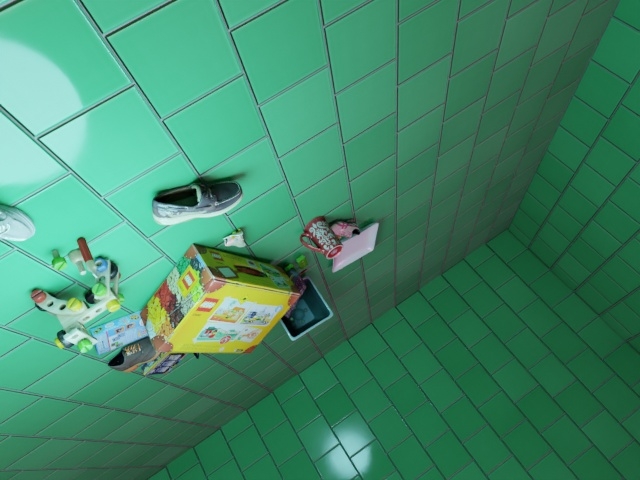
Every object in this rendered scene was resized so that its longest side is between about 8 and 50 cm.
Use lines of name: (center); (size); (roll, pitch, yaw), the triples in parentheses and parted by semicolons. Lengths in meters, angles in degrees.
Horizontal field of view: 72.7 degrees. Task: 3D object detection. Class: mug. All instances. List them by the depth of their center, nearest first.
mug: (0.004, 0.002, 1.901); (0.150, 0.169, 0.113); (-37, 154, -2)

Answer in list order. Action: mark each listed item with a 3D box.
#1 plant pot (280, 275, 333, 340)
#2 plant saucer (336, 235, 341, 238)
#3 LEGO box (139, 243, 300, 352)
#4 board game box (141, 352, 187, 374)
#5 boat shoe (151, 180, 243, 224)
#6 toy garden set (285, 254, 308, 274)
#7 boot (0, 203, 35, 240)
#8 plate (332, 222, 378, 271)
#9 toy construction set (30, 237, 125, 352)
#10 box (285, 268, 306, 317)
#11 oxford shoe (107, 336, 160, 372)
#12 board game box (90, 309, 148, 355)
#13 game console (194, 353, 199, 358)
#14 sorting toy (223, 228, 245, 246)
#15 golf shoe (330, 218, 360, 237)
plant pot: (-0.110, 0.371, 2.290); (0.247, 0.247, 0.252); (-30, 167, -13)
plant saucer: (0.068, -0.012, 2.126); (0.084, 0.013, 0.083); (-29, 153, -16)
LEGO box: (-0.382, 0.256, 1.737); (0.372, 0.193, 0.500); (-50, 146, 13)
board game box: (-0.730, 0.561, 2.043); (0.170, 0.048, 0.141); (-43, 151, 13)
boat shoe: (-0.370, -0.129, 1.326); (0.286, 0.102, 0.092); (-18, 153, -22)
toy garden set: (-0.169, 0.173, 2.101); (0.244, 0.049, 0.203); (-38, 158, -9)
boot: (-0.759, -0.031, 0.987); (0.095, 0.123, 0.258); (-37, 153, 0)
plate: (0.171, 0.030, 2.281); (0.278, 0.045, 0.277); (-29, 153, -16)
toy construction set: (-0.687, 0.180, 1.281); (0.258, 0.237, 0.308); (-15, 146, -36)
box: (-0.149, 0.253, 2.060); (0.183, 0.059, 0.232); (-60, 162, -16)
oxford shoe: (-0.754, 0.461, 1.792); (0.271, 0.096, 0.098); (-37, 149, 10)
board game box: (-0.763, 0.353, 1.683); (0.212, 0.039, 0.160); (-19, 148, -31)
game console: (-0.577, 0.508, 2.120); (0.071, 0.107, 0.122); (-3, 146, -4)
sorting toy: (-0.328, -0.006, 1.638); (0.075, 0.044, 0.083); (-21, 150, -15)
golf shoe: (0.112, -0.051, 2.040); (0.186, 0.086, 0.067); (-11, 144, -39)
